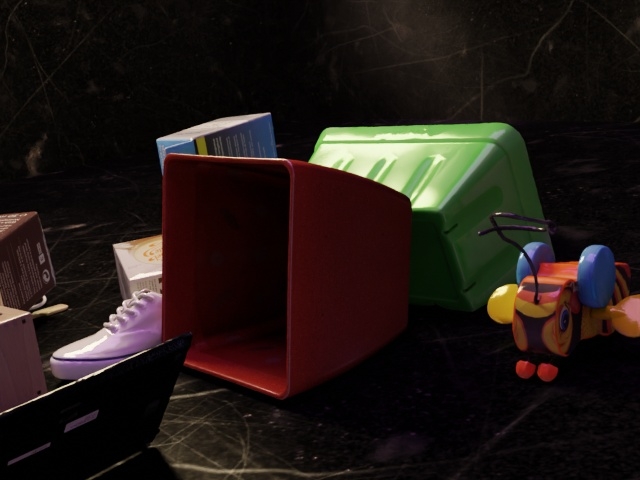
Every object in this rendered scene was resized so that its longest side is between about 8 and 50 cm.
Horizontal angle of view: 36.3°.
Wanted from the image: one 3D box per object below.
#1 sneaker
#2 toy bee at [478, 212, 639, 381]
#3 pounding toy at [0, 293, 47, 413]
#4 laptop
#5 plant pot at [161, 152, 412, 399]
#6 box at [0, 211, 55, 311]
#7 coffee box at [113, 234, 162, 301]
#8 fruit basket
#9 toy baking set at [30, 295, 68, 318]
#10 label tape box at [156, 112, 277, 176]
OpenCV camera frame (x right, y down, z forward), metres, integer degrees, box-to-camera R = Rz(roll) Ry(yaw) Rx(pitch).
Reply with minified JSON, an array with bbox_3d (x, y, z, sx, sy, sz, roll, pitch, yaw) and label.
[{"bbox_3d":[-0.241,0.112,1.304,0.258,0.091,0.094,-17,16,-33],"label":"sneaker"},{"bbox_3d":[0.259,0.079,1.106,0.298,0.162,0.195,13,-7,-31],"label":"toy bee"},{"bbox_3d":[-0.412,0.132,1.239,0.141,0.130,0.100,6,18,44],"label":"pounding toy"},{"bbox_3d":[-0.283,0.178,0.958,0.136,0.264,0.234,42,40,23],"label":"laptop"},{"bbox_3d":[-0.031,0.029,1.233,0.235,0.267,0.267,-3,7,-41],"label":"plant pot"},{"bbox_3d":[-0.565,0.088,1.407,0.191,0.143,0.381,-3,23,14],"label":"box"},{"bbox_3d":[-0.174,0.048,1.472,0.246,0.098,0.141,-12,27,-16],"label":"coffee box"},{"bbox_3d":[0.185,-0.059,1.478,0.392,0.283,0.392,-17,26,9],"label":"fruit basket"},{"bbox_3d":[-0.554,0.120,1.585,0.256,0.030,0.197,-3,14,19],"label":"toy baking set"},{"bbox_3d":[-0.192,-0.071,1.695,0.115,0.249,0.347,0,15,28],"label":"label tape box"}]
